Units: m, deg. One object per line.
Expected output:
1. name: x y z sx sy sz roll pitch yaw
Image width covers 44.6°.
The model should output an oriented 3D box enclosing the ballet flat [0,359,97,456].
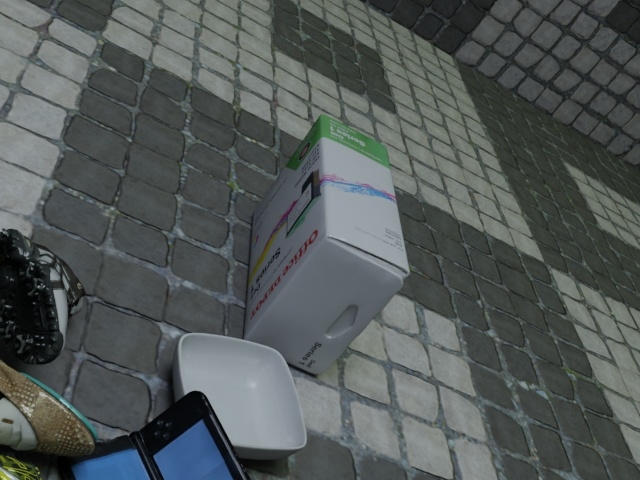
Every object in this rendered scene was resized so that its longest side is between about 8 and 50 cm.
1. ballet flat: -0.288 0.133 0.669 0.206 0.073 0.067 34 41 9

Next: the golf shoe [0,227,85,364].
1. golf shoe: -0.260 0.056 0.755 0.094 0.077 0.198 31 11 -40

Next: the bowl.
1. bowl: -0.094 0.171 0.830 0.142 0.053 0.142 16 37 -33

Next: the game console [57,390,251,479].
1. game console: -0.140 0.218 0.692 0.144 0.124 0.085 56 8 27

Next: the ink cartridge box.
1. ink cartridge box: 0.000 0.000 1.015 0.117 0.201 0.278 25 33 -20

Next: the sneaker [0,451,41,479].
1. sneaker: -0.241 0.204 0.649 0.083 0.031 0.035 37 30 -2
